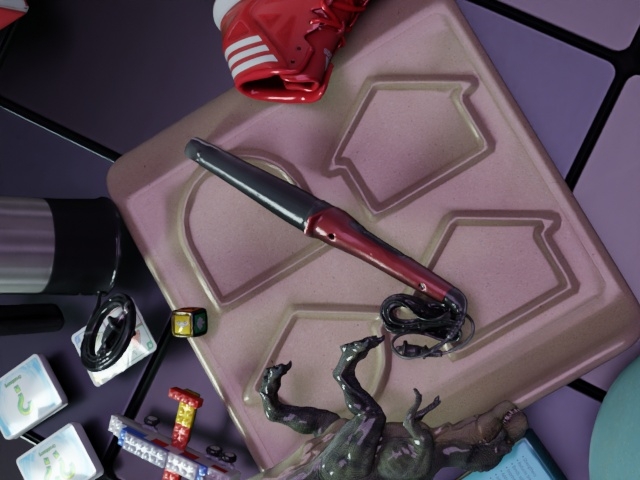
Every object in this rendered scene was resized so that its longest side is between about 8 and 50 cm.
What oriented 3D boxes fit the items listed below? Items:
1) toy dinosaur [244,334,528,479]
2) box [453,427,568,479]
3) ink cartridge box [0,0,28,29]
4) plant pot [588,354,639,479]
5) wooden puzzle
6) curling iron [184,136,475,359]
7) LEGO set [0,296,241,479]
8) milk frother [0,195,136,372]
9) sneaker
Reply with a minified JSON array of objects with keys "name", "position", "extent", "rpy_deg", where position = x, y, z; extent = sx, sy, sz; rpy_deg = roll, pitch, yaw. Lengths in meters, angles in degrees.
[{"name":"toy dinosaur","position":[0.012,0.138,0.967],"extent":[0.268,0.064,0.118],"rpy_deg":[-17,87,6]},{"name":"box","position":[0.078,0.240,1.030],"extent":[0.244,0.100,0.060],"rpy_deg":[-35,80,7]},{"name":"ink cartridge box","position":[-0.411,-0.224,1.122],"extent":[0.273,0.114,0.197],"rpy_deg":[-26,82,24]},{"name":"plant pot","position":[0.306,0.162,0.925],"extent":[0.195,0.290,0.290],"rpy_deg":[10,88,48]},{"name":"wooden puzzle","position":[0.038,0.006,1.069],"extent":[0.322,0.080,0.347],"rpy_deg":[-31,77,8]},{"name":"curling iron","position":[0.000,0.000,1.018],"extent":[0.274,0.035,0.068],"rpy_deg":[37,92,15]},{"name":"LEGO set","position":[-0.168,0.153,1.075],"extent":[0.244,0.060,0.182],"rpy_deg":[-33,81,28]},{"name":"milk frother","position":[-0.224,0.032,1.043],"extent":[0.135,0.143,0.129],"rpy_deg":[1,103,-30]},{"name":"sneaker","position":[0.021,-0.178,1.024],"extent":[0.221,0.087,0.128],"rpy_deg":[-31,52,26]}]
